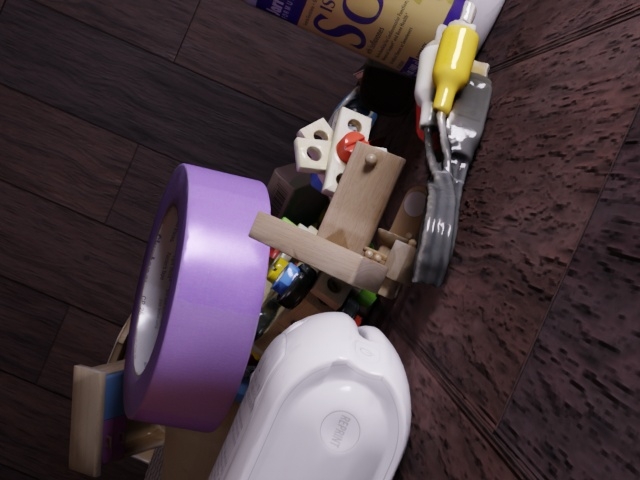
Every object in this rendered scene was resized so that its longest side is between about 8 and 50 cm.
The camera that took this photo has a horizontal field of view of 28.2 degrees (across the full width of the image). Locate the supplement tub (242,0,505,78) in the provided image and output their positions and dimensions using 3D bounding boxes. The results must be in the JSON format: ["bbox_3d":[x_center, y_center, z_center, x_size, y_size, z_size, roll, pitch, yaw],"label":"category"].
[{"bbox_3d":[0.041,-0.334,1.382,0.241,0.331,0.241,-157,90,-86],"label":"supplement tub"}]

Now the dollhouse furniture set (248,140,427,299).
[{"bbox_3d":[0.032,-0.029,1.129,0.151,0.144,0.123,23,-89,-58],"label":"dollhouse furniture set"}]

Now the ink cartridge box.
[{"bbox_3d":[0.002,-0.051,1.862,0.224,0.056,0.181,-17,-35,-38],"label":"ink cartridge box"}]

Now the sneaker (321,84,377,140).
[{"bbox_3d":[0.041,-0.185,2.287,0.086,0.085,0.237,89,-162,-51],"label":"sneaker"}]

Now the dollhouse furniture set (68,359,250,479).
[{"bbox_3d":[-0.141,0.285,1.610,0.198,0.303,0.286,-8,-74,-55],"label":"dollhouse furniture set"}]

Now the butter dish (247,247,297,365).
[{"bbox_3d":[-0.064,0.069,1.614,0.160,0.118,0.160,7,-75,-53],"label":"butter dish"}]

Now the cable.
[{"bbox_3d":[0.090,-0.065,1.069,0.139,0.072,0.287,110,180,-51],"label":"cable"}]

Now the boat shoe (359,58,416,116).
[{"bbox_3d":[0.123,-0.303,1.721,0.307,0.110,0.104,119,172,-54],"label":"boat shoe"}]

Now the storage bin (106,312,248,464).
[{"bbox_3d":[-0.232,0.258,2.142,0.123,0.262,0.260,-68,3,-54],"label":"storage bin"}]

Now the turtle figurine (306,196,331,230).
[{"bbox_3d":[0.000,0.000,1.764,0.217,0.087,0.269,-62,1,25],"label":"turtle figurine"}]

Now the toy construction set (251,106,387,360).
[{"bbox_3d":[0.000,0.020,1.358,0.215,0.151,0.328,-58,-6,-34],"label":"toy construction set"}]

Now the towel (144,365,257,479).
[{"bbox_3d":[-0.169,0.338,1.869,0.235,0.121,0.284,-54,16,38],"label":"towel"}]

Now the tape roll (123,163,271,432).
[{"bbox_3d":[-0.135,0.061,1.351,0.275,0.090,0.275,-167,90,-74],"label":"tape roll"}]

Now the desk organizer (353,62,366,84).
[{"bbox_3d":[0.115,-0.313,2.307,0.047,0.050,0.130,-20,18,38],"label":"desk organizer"}]

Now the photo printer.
[{"bbox_3d":[-0.032,0.199,0.919,0.256,0.107,0.307,176,118,-85],"label":"photo printer"}]
